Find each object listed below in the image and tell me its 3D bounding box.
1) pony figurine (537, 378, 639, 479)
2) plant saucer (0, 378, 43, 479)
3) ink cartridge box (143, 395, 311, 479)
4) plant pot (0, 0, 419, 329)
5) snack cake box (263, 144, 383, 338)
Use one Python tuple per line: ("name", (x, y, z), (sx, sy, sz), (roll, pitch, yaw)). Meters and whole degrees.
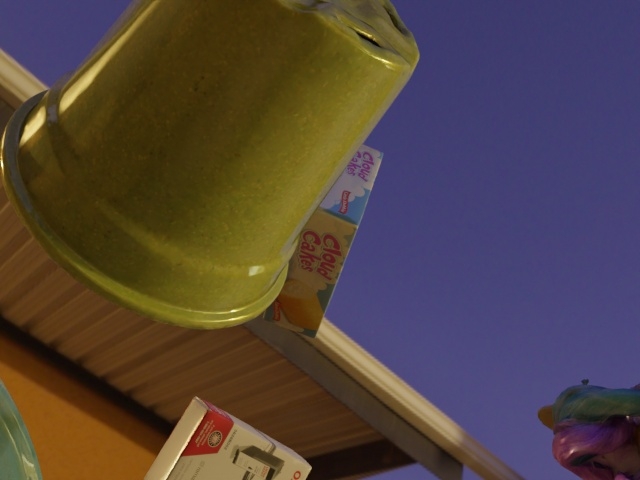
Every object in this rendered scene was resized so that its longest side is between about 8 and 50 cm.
("pony figurine", (0.239, 0.161, 0.185), (0.364, 0.351, 0.302), (4, -69, 25))
("plant saucer", (-0.192, 0.158, 0.244), (0.044, 0.317, 0.317), (-9, -49, 4))
("ink cartridge box", (-0.091, 0.236, 0.625), (0.135, 0.099, 0.056), (36, -15, -22))
("plant pot", (-0.069, -0.113, 0.500), (0.276, 0.276, 0.254), (35, -58, -17))
("snack cake box", (0.000, 0.000, 0.879), (0.089, 0.152, 0.264), (21, -41, 3))
